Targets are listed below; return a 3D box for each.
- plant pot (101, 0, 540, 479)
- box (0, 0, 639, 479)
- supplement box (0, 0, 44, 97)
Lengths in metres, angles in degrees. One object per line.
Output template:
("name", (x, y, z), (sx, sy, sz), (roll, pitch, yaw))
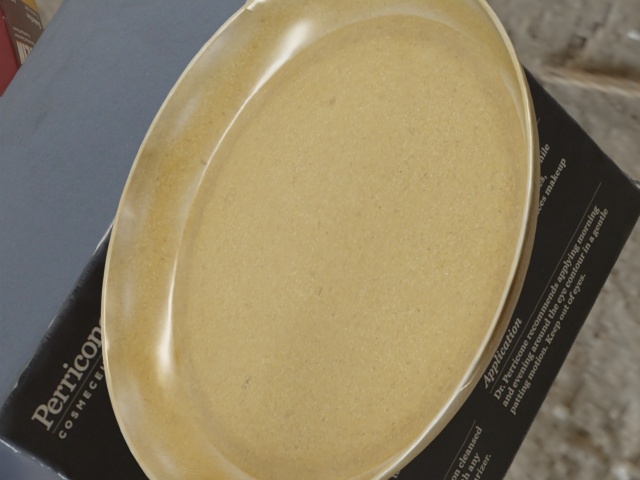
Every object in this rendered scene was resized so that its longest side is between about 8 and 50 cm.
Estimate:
("plant pot", (0.000, 0.000, 0.782), (0.032, 0.236, 0.236), (23, 95, -42))
("box", (-0.032, 0.020, 1.089), (0.312, 0.179, 0.343), (43, 69, -36))
("supplement box", (-0.337, -0.115, 1.776), (0.191, 0.129, 0.194), (-18, 83, 7))
